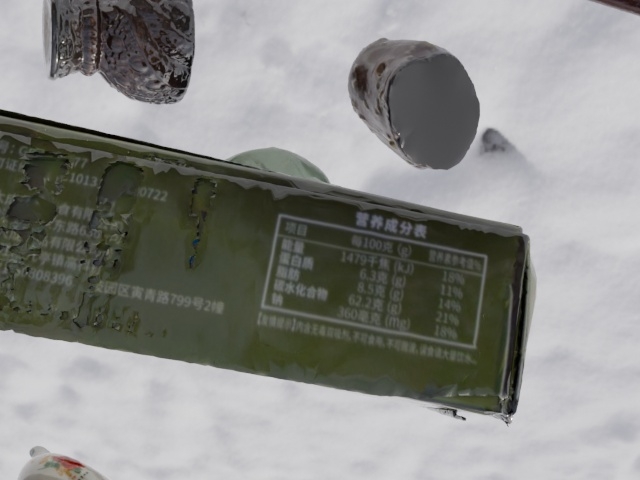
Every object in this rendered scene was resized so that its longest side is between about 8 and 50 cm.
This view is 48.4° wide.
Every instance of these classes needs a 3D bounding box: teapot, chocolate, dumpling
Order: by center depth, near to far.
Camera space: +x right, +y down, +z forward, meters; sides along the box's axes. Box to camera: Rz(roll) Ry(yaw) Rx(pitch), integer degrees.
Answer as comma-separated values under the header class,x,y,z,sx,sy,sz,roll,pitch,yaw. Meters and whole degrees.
class,x,y,z,sx,sy,sz,roll,pitch,yaw
teapot,-0.285,0.316,0.837,0.226,0.092,0.145,13,137,22
dumpling,-0.085,-0.089,1.487,0.320,0.270,0.212,38,120,20
chocolate,0.191,-0.313,1.584,0.210,0.225,0.340,36,177,42

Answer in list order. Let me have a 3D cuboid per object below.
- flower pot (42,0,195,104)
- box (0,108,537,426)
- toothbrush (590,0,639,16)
class,x,y,z,sx,sy,sz,roll,pitch,yaw
flower pot,-0.415,-0.413,1.441,0.267,0.267,0.267,-4,139,-27
box,-0.086,0.044,0.610,0.420,0.138,0.373,12,170,-4
toothbrush,0.247,-0.345,0.880,0.364,0.041,0.041,33,140,32
